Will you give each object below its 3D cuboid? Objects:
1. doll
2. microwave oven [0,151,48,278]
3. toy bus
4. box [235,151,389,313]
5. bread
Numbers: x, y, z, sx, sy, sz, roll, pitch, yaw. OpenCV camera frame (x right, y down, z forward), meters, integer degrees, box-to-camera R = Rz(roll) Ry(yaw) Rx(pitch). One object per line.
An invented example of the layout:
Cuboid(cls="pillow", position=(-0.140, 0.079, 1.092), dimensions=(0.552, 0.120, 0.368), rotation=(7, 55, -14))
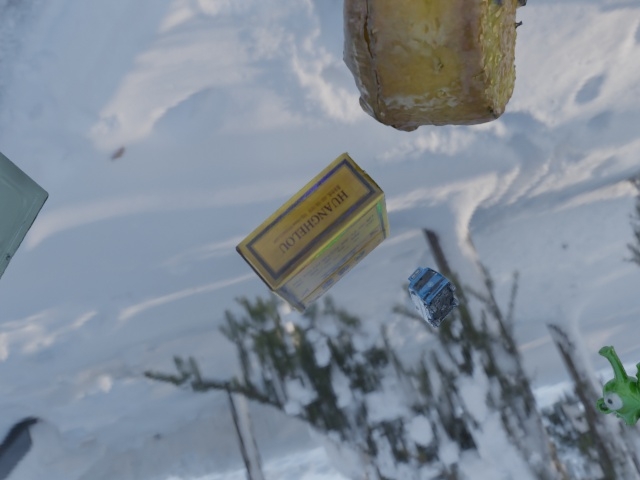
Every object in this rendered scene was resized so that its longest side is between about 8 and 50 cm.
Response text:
Cuboid(cls="doll", position=(0.383, 0.150, 1.092), dimensions=(0.050, 0.115, 0.190), rotation=(-51, 177, -48))
Cuboid(cls="microwave oven", position=(-0.370, -0.007, 0.850), dimensions=(0.208, 0.162, 0.122), rotation=(-9, 137, 38))
Cuboid(cls="toy bus", position=(0.125, 0.063, 1.064), dimensions=(0.038, 0.046, 0.083), rotation=(-46, 154, -10))
Cuboid(cls="box", position=(0.000, 0.000, 1.350), dimensions=(0.193, 0.084, 0.301), rotation=(-40, 169, -2))
Cuboid(cls="bread", position=(0.127, -0.242, 1.082), dimensions=(0.194, 0.179, 0.340), rotation=(5, 136, 17))
